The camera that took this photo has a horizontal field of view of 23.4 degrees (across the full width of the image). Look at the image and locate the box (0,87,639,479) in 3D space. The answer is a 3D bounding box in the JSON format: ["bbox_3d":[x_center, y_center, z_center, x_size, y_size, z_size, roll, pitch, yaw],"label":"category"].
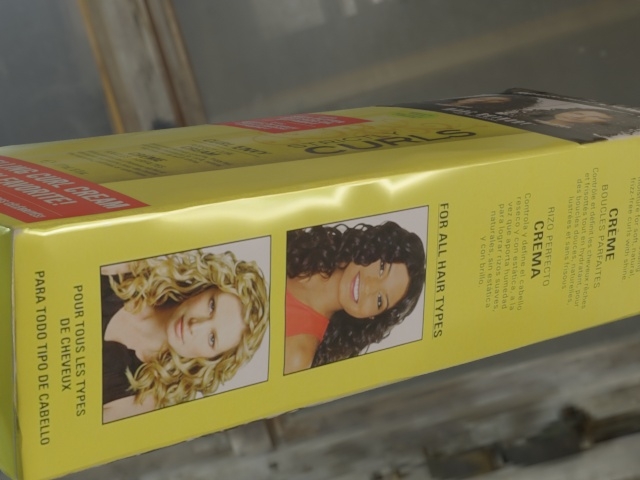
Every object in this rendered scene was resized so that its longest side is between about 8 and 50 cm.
[{"bbox_3d":[0.000,0.000,0.404,0.232,0.058,0.087,-11,19,-39],"label":"box"}]
